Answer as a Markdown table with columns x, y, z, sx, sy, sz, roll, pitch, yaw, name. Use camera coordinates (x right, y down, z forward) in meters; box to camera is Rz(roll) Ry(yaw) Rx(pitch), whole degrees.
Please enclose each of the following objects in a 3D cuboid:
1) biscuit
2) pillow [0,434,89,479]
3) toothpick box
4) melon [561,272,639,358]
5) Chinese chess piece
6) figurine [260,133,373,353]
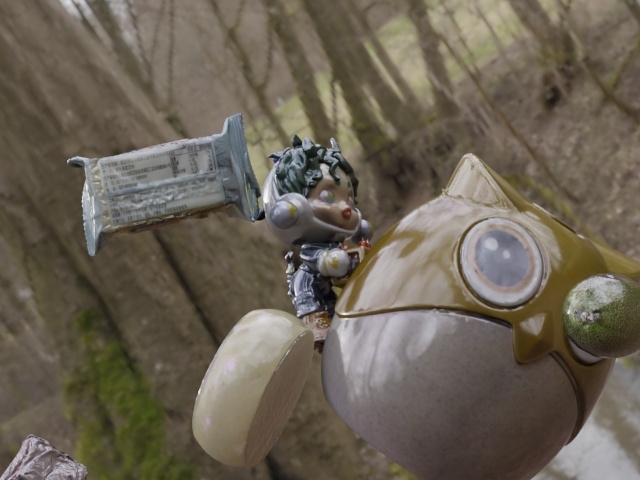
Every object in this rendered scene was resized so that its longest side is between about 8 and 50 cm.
| x | y | z | sx | sy | sz | roll | pitch | yaw | name |
| --- | --- | --- | --- | --- | --- | --- | --- | --- | --- |
| -0.262 | -0.089 | 2.004 | 0.309 | 0.186 | 0.079 | -14 | -1 | -5 | biscuit |
| -0.512 | 0.460 | 2.035 | 0.248 | 0.135 | 0.049 | -58 | 7 | -33 | pillow |
| 0.235 | 0.133 | 1.747 | 0.425 | 0.409 | 0.409 | -58 | 5 | 3 | toothpick box |
| 0.330 | 0.085 | 1.338 | 0.099 | 0.099 | 0.162 | -32 | -17 | 24 | melon |
| -0.101 | 0.226 | 1.824 | 0.250 | 0.097 | 0.250 | -58 | -17 | -29 | Chinese chess piece |
| 0.000 | -0.001 | 2.079 | 0.186 | 0.381 | 0.261 | -16 | -18 | 19 | figurine |
